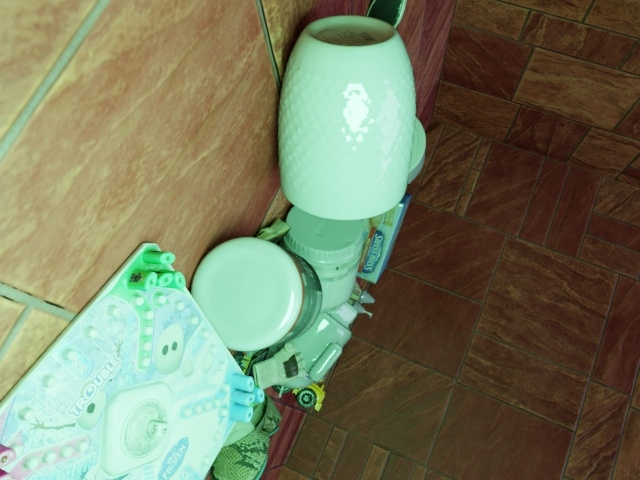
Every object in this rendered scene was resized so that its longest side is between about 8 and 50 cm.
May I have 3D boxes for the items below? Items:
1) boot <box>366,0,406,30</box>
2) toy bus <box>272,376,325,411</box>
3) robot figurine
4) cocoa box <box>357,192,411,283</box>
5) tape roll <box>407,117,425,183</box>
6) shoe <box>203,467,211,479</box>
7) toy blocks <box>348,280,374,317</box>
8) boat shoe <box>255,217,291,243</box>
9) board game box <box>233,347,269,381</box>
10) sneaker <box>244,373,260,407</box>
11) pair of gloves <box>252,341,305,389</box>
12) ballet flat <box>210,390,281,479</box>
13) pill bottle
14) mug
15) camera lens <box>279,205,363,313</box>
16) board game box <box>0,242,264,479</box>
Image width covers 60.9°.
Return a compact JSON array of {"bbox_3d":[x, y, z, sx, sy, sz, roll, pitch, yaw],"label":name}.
[{"bbox_3d":[0.184,-0.604,1.518,0.176,0.089,0.244,-55,170,-51],"label":"boot"},{"bbox_3d":[-0.056,0.444,1.854,0.211,0.220,0.149,-56,179,-13],"label":"toy bus"},{"bbox_3d":[-0.044,0.312,1.688,0.353,0.200,0.300,-50,-149,-1],"label":"robot figurine"},{"bbox_3d":[0.192,-0.046,2.175,0.231,0.228,0.346,-38,148,-68],"label":"cocoa box"},{"bbox_3d":[0.236,-0.314,1.866,0.169,0.246,0.246,33,78,-78],"label":"tape roll"},{"bbox_3d":[-0.329,0.611,1.400,0.219,0.077,0.058,-40,123,-75],"label":"shoe"},{"bbox_3d":[0.083,0.148,1.946,0.288,0.260,0.308,94,21,-54],"label":"toy blocks"},{"bbox_3d":[-0.123,-0.015,1.278,0.056,0.048,0.153,-48,173,32],"label":"boat shoe"},{"bbox_3d":[-0.203,0.344,1.528,0.141,0.048,0.170,-68,168,6],"label":"board game box"},{"bbox_3d":[-0.220,0.367,1.290,0.109,0.124,0.295,-70,164,3],"label":"sneaker"},{"bbox_3d":[-0.113,0.278,1.499,0.204,0.042,0.239,5,78,-57],"label":"pair of gloves"},{"bbox_3d":[-0.218,0.520,1.509,0.483,0.164,0.181,-2,71,-85],"label":"ballet flat"},{"bbox_3d":[-0.109,0.115,1.145,0.363,0.210,0.210,37,75,-79],"label":"pill bottle"},{"bbox_3d":[0.045,-0.282,1.109,0.374,0.277,0.327,-101,-171,-48],"label":"mug"},{"bbox_3d":[-0.003,0.048,1.478,0.274,0.220,0.219,98,17,-47],"label":"camera lens"},{"bbox_3d":[-0.251,0.270,0.780,0.389,0.050,0.389,-59,140,-38],"label":"board game box"}]
